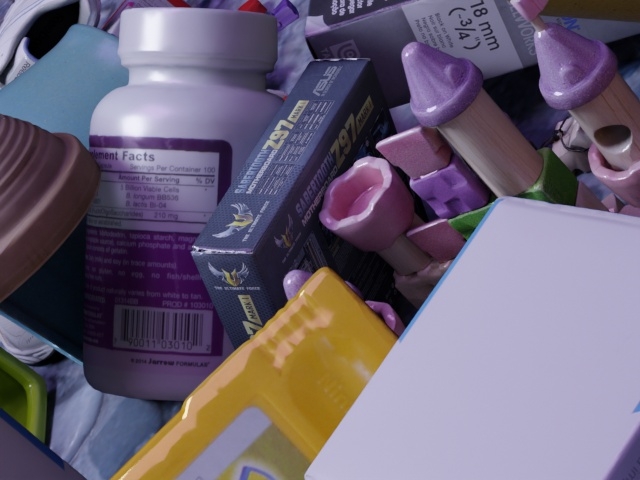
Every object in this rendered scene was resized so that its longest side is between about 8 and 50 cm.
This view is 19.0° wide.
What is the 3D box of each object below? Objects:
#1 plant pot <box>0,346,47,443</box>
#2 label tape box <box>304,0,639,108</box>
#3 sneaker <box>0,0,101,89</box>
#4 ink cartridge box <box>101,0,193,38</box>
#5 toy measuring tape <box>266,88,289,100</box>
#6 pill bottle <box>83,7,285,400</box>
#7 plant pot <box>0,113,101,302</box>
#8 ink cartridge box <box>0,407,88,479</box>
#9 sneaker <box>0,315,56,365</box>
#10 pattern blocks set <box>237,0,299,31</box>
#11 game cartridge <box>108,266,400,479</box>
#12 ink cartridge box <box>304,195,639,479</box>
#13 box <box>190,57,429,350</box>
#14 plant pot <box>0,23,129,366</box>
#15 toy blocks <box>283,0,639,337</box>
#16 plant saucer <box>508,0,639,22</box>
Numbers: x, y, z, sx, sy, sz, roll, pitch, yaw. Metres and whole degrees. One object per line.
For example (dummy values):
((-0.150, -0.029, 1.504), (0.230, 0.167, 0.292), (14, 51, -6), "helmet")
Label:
((-0.402, 0.196, 1.721), (0.207, 0.228, 0.227), (-37, 31, 25), "plant pot")
((0.163, -0.250, 1.601), (0.334, 0.106, 0.240), (-16, 38, 17), "label tape box")
((-0.331, -0.156, 1.979), (0.297, 0.111, 0.129), (-58, 14, -2), "sneaker")
((-0.208, -0.190, 2.038), (0.134, 0.078, 0.231), (-45, 14, 35), "ink cartridge box")
((-0.034, -0.077, 1.718), (0.121, 0.121, 0.330), (-49, 22, -7), "toy measuring tape")
((-0.101, -0.030, 1.517), (0.169, 0.169, 0.301), (5, 93, 53), "pill bottle")
((-0.290, -0.024, 1.433), (0.237, 0.109, 0.237), (-31, 23, 15), "plant pot")
((-0.364, 0.275, 1.503), (0.395, 0.285, 0.166), (-22, 37, 34), "ink cartridge box")
((-0.324, 0.041, 1.907), (0.099, 0.121, 0.262), (-54, 31, -13), "sneaker")
((-0.140, -0.122, 1.934), (0.325, 0.026, 0.285), (-47, 18, -6), "pattern blocks set")
((-0.016, 0.223, 1.211), (0.323, 0.053, 0.285), (-46, 70, 2), "game cartridge")
((0.178, 0.144, 1.018), (0.197, 0.270, 0.198), (13, 63, 54), "ink cartridge box")
((0.000, 0.000, 1.462), (0.059, 0.183, 0.232), (2, 43, 28), "box")
((-0.211, -0.041, 1.687), (0.255, 0.272, 0.272), (-58, 32, -7), "plant pot")
((0.123, -0.057, 1.342), (0.289, 0.260, 0.309), (-20, 38, 37), "toy blocks")
((0.272, -0.261, 1.458), (0.333, 0.081, 0.333), (4, 42, 1), "plant saucer")
